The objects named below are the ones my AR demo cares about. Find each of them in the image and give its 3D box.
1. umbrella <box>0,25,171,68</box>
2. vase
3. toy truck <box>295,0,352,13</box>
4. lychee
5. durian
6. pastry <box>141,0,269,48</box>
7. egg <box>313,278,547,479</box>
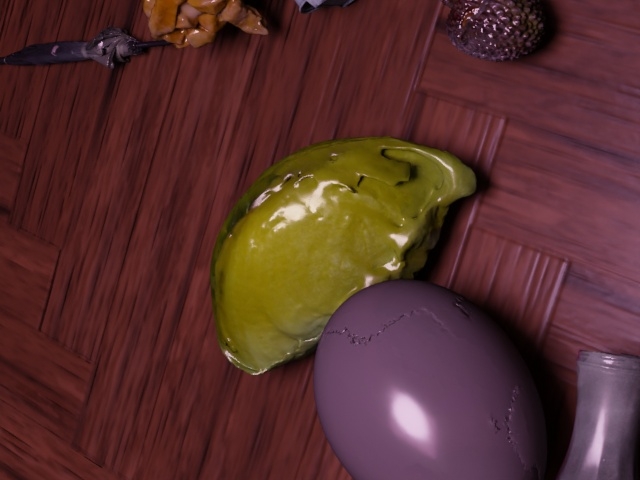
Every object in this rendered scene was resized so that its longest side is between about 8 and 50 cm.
[{"bbox_3d":[-0.233,-0.176,1.154,0.269,0.044,0.044,-3,58,37],"label":"umbrella"},{"bbox_3d":[0.182,0.181,0.813,0.086,0.086,0.214,9,88,36],"label":"vase"},{"bbox_3d":[0.043,-0.298,0.928,0.256,0.108,0.140,-38,79,30],"label":"toy truck"},{"bbox_3d":[0.124,-0.163,0.879,0.083,0.068,0.067,32,86,16],"label":"lychee"},{"bbox_3d":[0.000,0.000,0.943,0.139,0.101,0.250,39,113,-5],"label":"durian"},{"bbox_3d":[-0.114,-0.279,1.021,0.154,0.102,0.250,-47,54,44],"label":"pastry"},{"bbox_3d":[0.076,0.114,0.846,0.199,0.146,0.146,49,114,34],"label":"egg"}]
